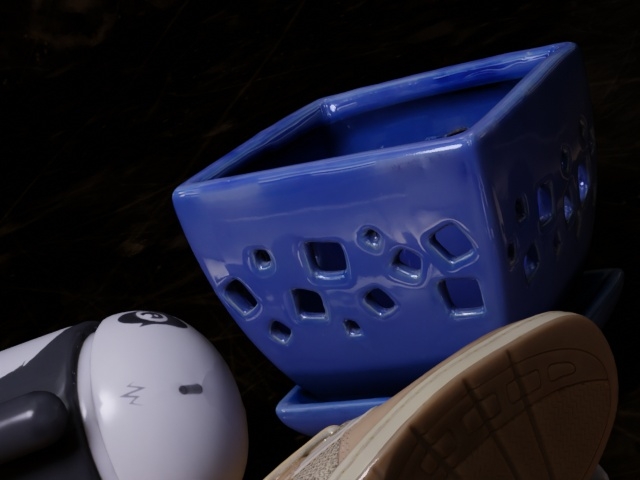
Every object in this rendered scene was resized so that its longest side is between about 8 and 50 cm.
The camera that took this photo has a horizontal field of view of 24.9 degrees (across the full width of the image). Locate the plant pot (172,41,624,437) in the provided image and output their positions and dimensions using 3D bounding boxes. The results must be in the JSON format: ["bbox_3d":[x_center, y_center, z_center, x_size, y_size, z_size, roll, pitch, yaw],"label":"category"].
[{"bbox_3d":[0.073,0.007,1.018,0.236,0.212,0.236,-10,16,32],"label":"plant pot"}]

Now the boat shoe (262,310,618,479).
[{"bbox_3d":[0.017,0.145,0.767,0.341,0.121,0.110,-36,25,-23],"label":"boat shoe"}]

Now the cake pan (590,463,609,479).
[{"bbox_3d":[0.037,0.211,0.834,0.293,0.054,0.293,-21,23,9],"label":"cake pan"}]

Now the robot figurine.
[{"bbox_3d":[-0.189,0.152,1.036,0.278,0.173,0.209,-20,22,13],"label":"robot figurine"}]
